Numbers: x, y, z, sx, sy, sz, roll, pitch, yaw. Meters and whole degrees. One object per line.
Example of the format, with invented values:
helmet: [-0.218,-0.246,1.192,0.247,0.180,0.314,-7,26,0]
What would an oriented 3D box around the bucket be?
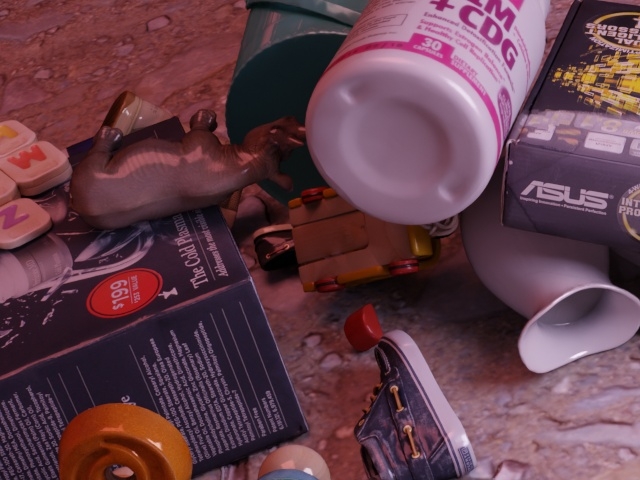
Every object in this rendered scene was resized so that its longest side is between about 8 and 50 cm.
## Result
bucket: [0.041,-0.162,1.746,0.281,0.281,0.183,-6,38,21]

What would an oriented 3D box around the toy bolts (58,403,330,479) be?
toy bolts: [-0.095,0.193,1.351,0.228,0.218,0.158,5,29,4]

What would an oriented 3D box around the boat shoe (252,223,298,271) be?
boat shoe: [0.000,0.001,1.723,0.133,0.049,0.042,-12,64,-5]

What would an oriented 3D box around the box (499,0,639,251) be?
box: [0.379,-0.085,1.483,0.395,0.097,0.318,11,35,15]

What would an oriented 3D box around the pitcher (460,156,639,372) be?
pitcher: [0.225,0.014,1.526,0.178,0.125,0.207,-4,39,-15]

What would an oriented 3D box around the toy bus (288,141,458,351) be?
toy bus: [0.065,-0.013,1.598,0.104,0.191,0.202,-5,39,-43]

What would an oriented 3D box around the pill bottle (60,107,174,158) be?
pill bottle: [-0.229,-0.059,1.866,0.187,0.112,0.112,-23,32,-6]

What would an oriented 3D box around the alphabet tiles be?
alphabet tiles: [-0.384,-0.030,1.637,0.284,0.021,0.278,-30,35,-21]

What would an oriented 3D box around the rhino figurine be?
rhino figurine: [-0.110,-0.065,1.517,0.243,0.073,0.106,-11,28,7]

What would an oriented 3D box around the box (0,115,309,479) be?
box: [-0.217,0.078,1.588,0.312,0.179,0.343,-23,32,-4]

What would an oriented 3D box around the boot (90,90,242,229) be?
boot: [-0.175,-0.028,1.788,0.213,0.165,0.077,-65,18,6]

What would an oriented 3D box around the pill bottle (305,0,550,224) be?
pill bottle: [0.103,-0.153,1.481,0.160,0.160,0.283,-3,33,24]

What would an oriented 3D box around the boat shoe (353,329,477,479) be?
boat shoe: [0.060,0.143,1.448,0.083,0.065,0.183,-21,33,-6]
